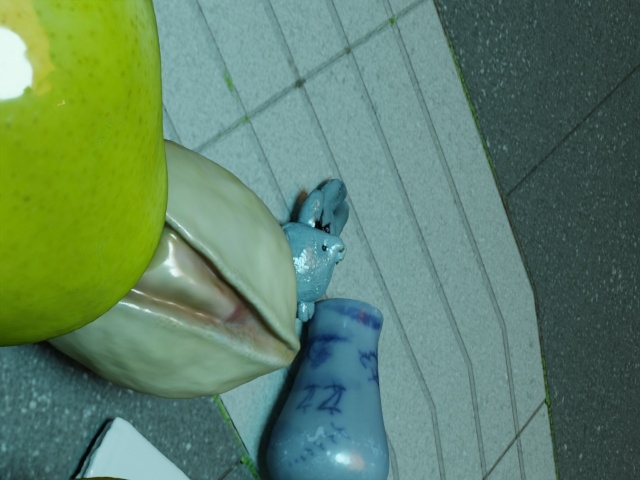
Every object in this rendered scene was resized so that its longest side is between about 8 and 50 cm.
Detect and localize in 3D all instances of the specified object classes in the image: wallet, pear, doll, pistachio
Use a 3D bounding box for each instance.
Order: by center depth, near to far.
[{"bbox_3d":[-0.281,-0.106,0.921,0.418,0.362,0.362,55,48,-32],"label":"pear"},{"bbox_3d":[-0.136,0.032,1.233,0.309,0.229,0.230,41,58,-55],"label":"pistachio"},{"bbox_3d":[-0.179,0.266,1.342,0.183,0.032,0.124,50,52,-40],"label":"wallet"},{"bbox_3d":[0.004,0.001,1.556,0.180,0.075,0.120,-50,133,-41],"label":"doll"}]

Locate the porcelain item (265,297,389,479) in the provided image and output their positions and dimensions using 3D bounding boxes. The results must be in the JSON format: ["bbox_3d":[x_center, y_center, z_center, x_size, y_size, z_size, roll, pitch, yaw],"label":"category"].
[{"bbox_3d":[0.015,0.197,1.532,0.141,0.141,0.259,38,53,-48],"label":"porcelain item"}]

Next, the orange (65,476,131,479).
[{"bbox_3d":[-0.201,0.340,1.131,0.274,0.274,0.310,-44,166,-45],"label":"orange"}]
